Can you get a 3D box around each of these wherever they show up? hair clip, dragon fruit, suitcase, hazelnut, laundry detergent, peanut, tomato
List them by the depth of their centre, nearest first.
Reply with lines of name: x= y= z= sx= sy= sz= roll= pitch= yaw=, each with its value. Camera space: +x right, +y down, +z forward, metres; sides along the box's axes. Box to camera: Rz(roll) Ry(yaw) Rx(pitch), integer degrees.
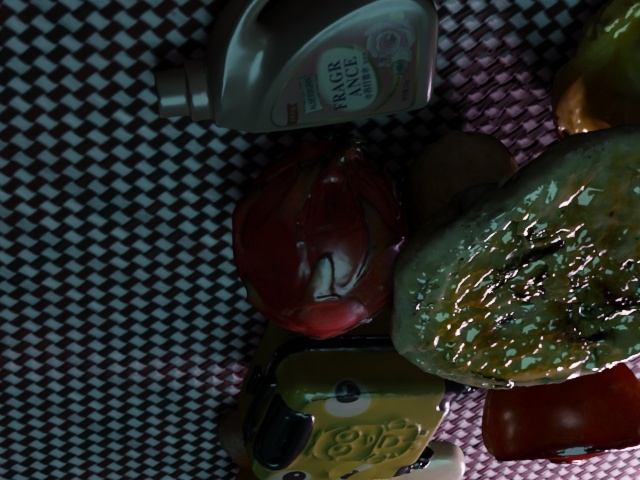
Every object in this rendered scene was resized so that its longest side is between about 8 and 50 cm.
laundry detergent: x=-0.022 y=-0.168 z=1.149 sx=0.237 sy=0.076 sz=0.171 roll=-8 pitch=139 yaw=-7
dragon fruit: x=0.000 y=0.000 z=1.285 sx=0.172 sy=0.172 sz=0.209 roll=-14 pitch=131 yaw=-3
peanut: x=0.146 y=-0.020 z=1.338 sx=0.129 sy=0.129 sz=0.224 roll=-22 pitch=139 yaw=7
suitcase: x=0.029 y=0.160 z=1.499 sx=0.234 sy=0.143 sz=0.194 roll=2 pitch=138 yaw=-22
hazelnut: x=-0.081 y=0.226 z=1.596 sx=0.086 sy=0.086 sz=0.086 roll=-10 pitch=141 yaw=-8
tomato: x=0.289 y=0.191 z=1.632 sx=0.200 sy=0.140 sz=0.233 roll=-5 pitch=174 yaw=-4
hair clip: x=0.114 y=0.308 z=1.772 sx=0.159 sy=0.071 sz=0.218 roll=-19 pitch=137 yaw=7

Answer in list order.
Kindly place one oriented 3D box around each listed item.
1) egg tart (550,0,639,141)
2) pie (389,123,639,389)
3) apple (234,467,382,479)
egg tart: x=0.353 y=-0.147 z=1.276 sx=0.288 sy=0.118 sz=0.288 roll=-9 pitch=144 yaw=-6
pie: x=0.220 y=0.027 z=1.265 sx=0.339 sy=0.077 sz=0.339 roll=-13 pitch=136 yaw=-13
apple: x=-0.012 y=0.330 z=1.662 sx=0.196 sy=0.196 sz=0.196 roll=-10 pitch=141 yaw=-8
